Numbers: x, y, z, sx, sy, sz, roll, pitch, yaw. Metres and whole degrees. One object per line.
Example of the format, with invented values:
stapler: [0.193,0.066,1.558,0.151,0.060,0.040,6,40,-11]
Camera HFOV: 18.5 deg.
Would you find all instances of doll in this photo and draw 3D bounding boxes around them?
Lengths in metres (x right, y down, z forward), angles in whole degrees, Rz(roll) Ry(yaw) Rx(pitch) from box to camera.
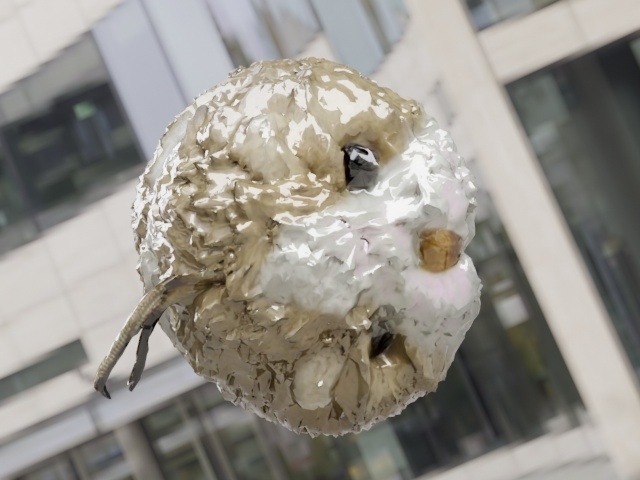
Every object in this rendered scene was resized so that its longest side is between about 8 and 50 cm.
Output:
doll: [-0.003,-0.006,0.618,0.115,0.105,0.221,-13,9,8]
